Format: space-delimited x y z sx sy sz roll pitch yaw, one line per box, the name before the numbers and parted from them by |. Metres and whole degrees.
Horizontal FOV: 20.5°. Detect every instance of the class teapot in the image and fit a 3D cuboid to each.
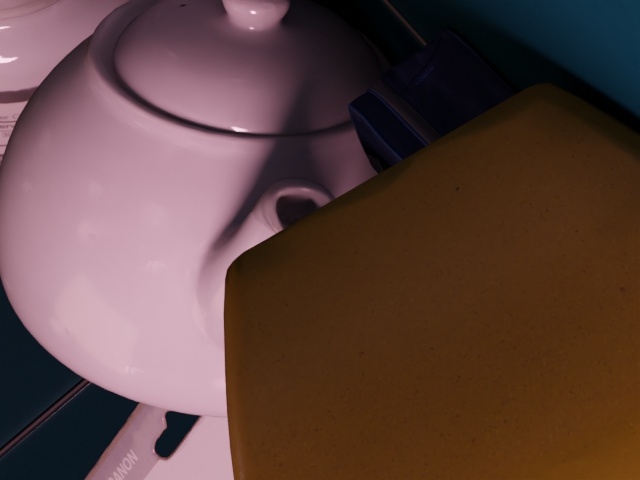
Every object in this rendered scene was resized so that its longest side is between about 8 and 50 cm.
teapot | -0.045 -0.050 0.898 0.256 0.252 0.187 26 127 24

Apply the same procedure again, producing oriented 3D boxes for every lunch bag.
lunch bag | 0.060 -0.031 0.743 0.098 0.065 0.067 48 176 28

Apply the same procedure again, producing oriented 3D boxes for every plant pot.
plant pot | 0.079 0.075 0.641 0.187 0.212 0.212 62 -176 37

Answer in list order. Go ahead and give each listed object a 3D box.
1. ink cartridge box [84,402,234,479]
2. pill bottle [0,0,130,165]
ink cartridge box | 0.018 0.166 1.103 0.272 0.309 0.130 45 -144 9
pill bottle | -0.229 -0.155 1.272 0.204 0.204 0.361 48 157 20
